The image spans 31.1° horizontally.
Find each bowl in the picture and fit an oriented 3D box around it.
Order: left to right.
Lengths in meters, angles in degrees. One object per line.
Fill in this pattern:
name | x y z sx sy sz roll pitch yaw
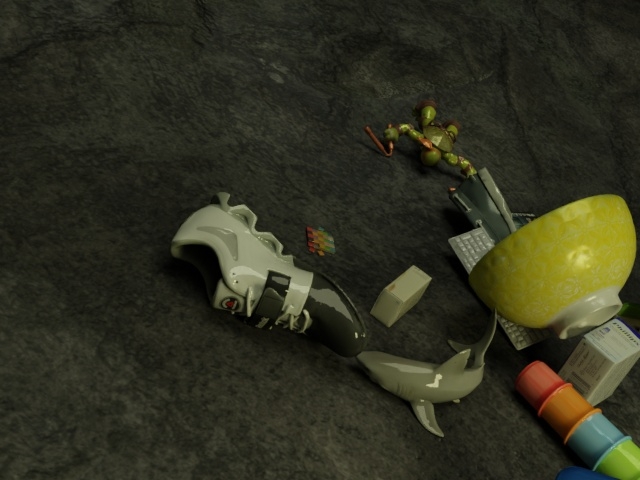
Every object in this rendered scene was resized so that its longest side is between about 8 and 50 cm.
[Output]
bowl | 0.406 0.066 1.880 0.290 0.289 0.156 -5 60 -42

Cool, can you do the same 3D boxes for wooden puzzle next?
wooden puzzle | 0.000 0.000 1.961 0.049 0.006 0.083 17 33 -19

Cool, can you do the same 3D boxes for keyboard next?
keyboard | 0.316 0.082 2.033 0.072 0.014 0.256 -23 57 -9

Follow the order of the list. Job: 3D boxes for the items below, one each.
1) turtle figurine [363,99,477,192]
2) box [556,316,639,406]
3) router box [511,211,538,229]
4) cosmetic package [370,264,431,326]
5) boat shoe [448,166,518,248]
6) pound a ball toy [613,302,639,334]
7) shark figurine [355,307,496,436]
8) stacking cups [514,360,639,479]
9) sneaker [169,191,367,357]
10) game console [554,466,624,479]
turtle figurine | 0.223 -0.214 2.369 0.270 0.087 0.217 25 32 -6
box | 0.463 0.209 1.917 0.072 0.126 0.137 43 33 25
router box | 0.399 -0.014 2.269 0.123 0.038 0.092 0 42 -38
cosmetic package | 0.132 0.090 1.887 0.041 0.060 0.115 36 31 14
boat shoe | 0.330 0.010 2.151 0.116 0.099 0.319 47 20 -54
pound a ball toy | 0.709 0.119 2.164 0.319 0.208 0.135 12 35 -26
shark figurine | 0.206 0.191 1.754 0.278 0.116 0.166 -8 49 -42
stacking cups | 0.434 0.313 1.786 0.096 0.096 0.316 -6 43 -43
sneaker | -0.086 0.082 1.695 0.330 0.122 0.146 38 50 13
game console | 0.397 0.474 1.467 0.250 0.173 0.293 46 55 -26
